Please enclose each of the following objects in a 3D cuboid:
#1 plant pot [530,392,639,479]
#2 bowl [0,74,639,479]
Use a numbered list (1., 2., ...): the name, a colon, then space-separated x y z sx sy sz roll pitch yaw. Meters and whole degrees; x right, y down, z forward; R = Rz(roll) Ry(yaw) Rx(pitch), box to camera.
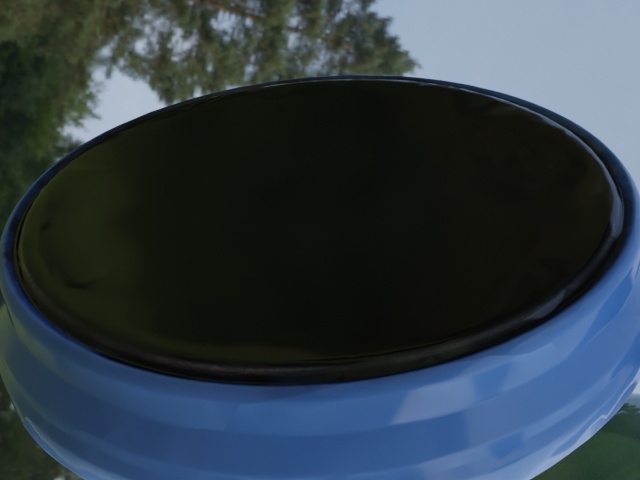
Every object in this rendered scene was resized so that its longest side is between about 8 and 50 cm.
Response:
1. plant pot: 0.312 0.274 1.018 0.293 0.293 0.196 -69 -153 22
2. bowl: 0.000 0.000 0.584 0.391 0.391 0.077 44 -34 51
